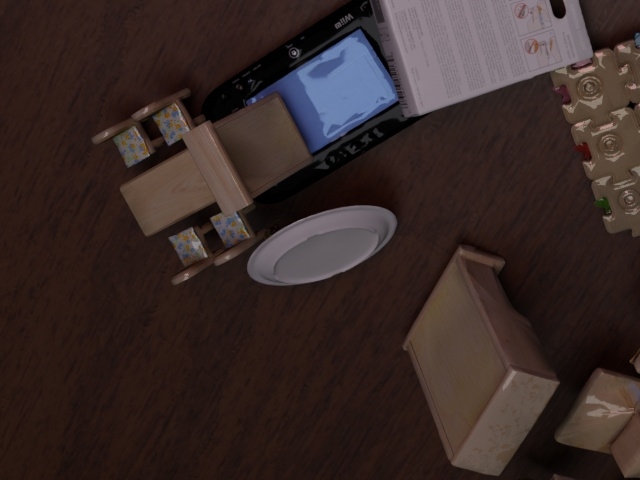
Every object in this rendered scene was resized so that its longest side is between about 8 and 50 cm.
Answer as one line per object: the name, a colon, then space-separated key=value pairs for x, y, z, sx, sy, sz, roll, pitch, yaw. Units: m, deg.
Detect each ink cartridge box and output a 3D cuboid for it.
ink cartridge box: x=0.182 y=-0.265 z=1.776 sx=0.232 sy=0.066 sz=0.189 roll=-20 pitch=98 yaw=-18

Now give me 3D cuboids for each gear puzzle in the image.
gear puzzle: x=0.412 y=-0.099 z=1.873 sx=0.175 sy=0.044 sz=0.339 roll=-18 pitch=114 yaw=15

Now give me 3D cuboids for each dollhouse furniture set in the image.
dollhouse furniture set: x=-0.157 y=-0.072 z=1.851 sx=0.242 sy=0.161 sz=0.212 roll=-25 pitch=96 yaw=35
dollhouse furniture set: x=0.337 y=0.192 z=1.959 sx=0.394 sy=0.256 sz=0.362 roll=16 pitch=119 yaw=-22

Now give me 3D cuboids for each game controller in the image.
game controller: x=0.007 y=-0.177 z=1.882 sx=0.319 sy=0.067 sz=0.166 roll=-30 pitch=107 yaw=20

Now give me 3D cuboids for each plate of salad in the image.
plate of salad: x=0.000 y=0.000 z=1.927 sx=0.200 sy=0.200 sz=0.048 roll=-28 pitch=65 yaw=20
